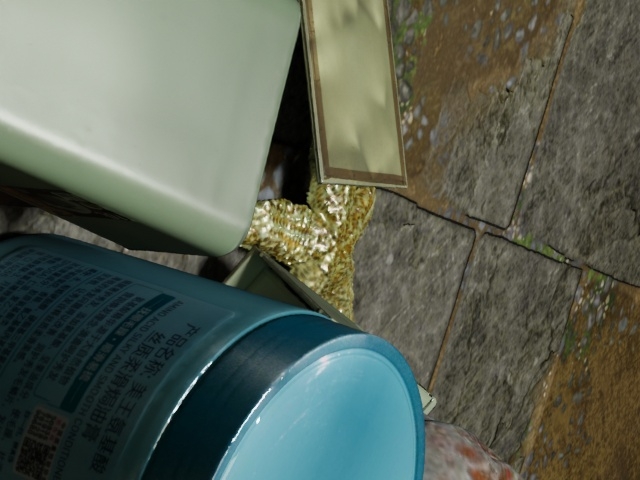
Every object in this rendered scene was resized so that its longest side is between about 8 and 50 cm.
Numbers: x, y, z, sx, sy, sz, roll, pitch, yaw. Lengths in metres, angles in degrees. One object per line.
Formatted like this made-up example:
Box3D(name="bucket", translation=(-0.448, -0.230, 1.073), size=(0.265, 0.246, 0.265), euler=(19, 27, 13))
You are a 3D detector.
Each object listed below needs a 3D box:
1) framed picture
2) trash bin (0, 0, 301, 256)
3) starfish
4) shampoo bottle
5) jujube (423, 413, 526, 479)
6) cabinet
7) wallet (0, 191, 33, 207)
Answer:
Box3D(name="framed picture", translation=(0.032, -0.167, 1.850), size=(0.173, 0.010, 0.231), euler=(3, 80, -57))
Box3D(name="trash bin", translation=(-0.204, -0.140, 1.388), size=(0.343, 0.158, 0.223), euler=(22, 77, -44))
Box3D(name="starfish", translation=(0.003, 0.002, 1.913), size=(0.347, 0.078, 0.358), euler=(-58, 145, -27))
Box3D(name="shampoo bottle", translation=(-0.145, 0.187, 1.509), size=(0.331, 0.342, 0.331), euler=(-31, 130, -48))
Box3D(name="jujube", translation=(0.092, 0.291, 1.725), size=(0.308, 0.215, 0.247), euler=(26, 88, -47))
Box3D(name="cabinet", translation=(-0.019, 0.135, 1.803), size=(0.145, 0.150, 0.206), euler=(-48, 139, 2))
Box3D(name="wallet", translation=(-0.222, -0.113, 1.529), size=(0.229, 0.049, 0.182), euler=(2, 99, -56))
